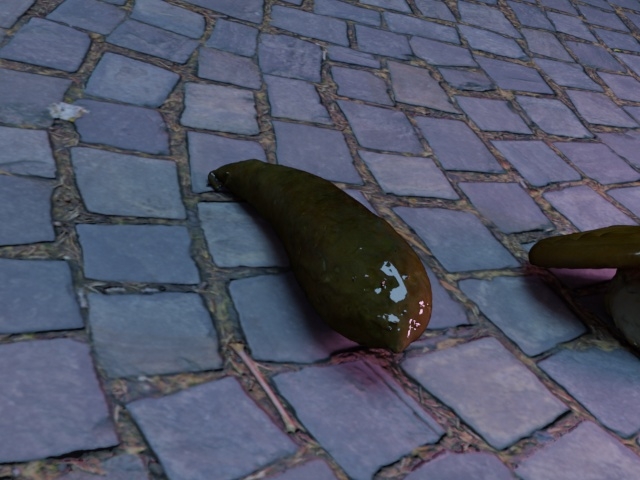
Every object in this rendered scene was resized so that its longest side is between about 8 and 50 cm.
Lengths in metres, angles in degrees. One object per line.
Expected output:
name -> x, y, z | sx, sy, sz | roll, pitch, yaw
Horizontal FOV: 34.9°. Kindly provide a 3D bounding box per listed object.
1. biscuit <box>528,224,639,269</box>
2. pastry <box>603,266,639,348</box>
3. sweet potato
biscuit -> 0.397, 0.004, 1.305 | 0.262, 0.037, 0.262 | -6, 4, 0
pastry -> 0.465, 0.096, 1.269 | 0.218, 0.100, 0.229 | 14, 31, -7
sweet potato -> 0.003, -0.003, 1.172 | 0.130, 0.130, 0.422 | -4, 31, -32
